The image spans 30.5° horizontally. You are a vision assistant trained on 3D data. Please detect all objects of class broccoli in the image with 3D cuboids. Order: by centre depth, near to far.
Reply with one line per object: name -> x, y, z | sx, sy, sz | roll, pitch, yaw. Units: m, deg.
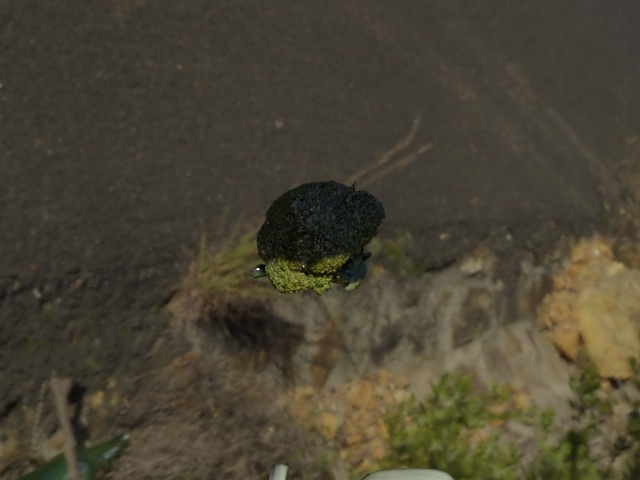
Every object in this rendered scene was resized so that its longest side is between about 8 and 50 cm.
broccoli -> 0.000, 0.000, 1.150 | 0.120, 0.130, 0.131 | 43, 66, -32

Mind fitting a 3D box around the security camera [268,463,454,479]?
security camera -> 0.021, 0.131, 0.552 | 0.058, 0.092, 0.058 | 0, 90, -88
